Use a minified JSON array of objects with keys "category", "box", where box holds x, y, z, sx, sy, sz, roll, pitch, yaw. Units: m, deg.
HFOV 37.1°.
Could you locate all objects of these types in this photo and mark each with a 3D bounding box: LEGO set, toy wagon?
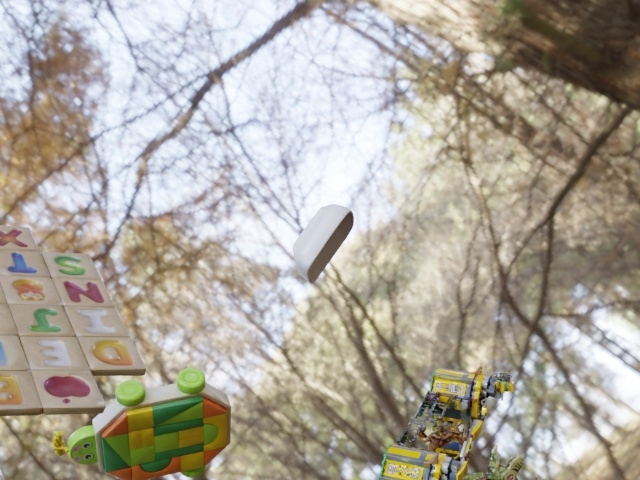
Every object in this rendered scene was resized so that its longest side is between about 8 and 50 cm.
[{"category":"LEGO set","box":[0.200,0.304,1.141,0.331,0.192,0.254,-24,-62,-68]},{"category":"toy wagon","box":[-0.348,0.387,1.881,0.344,0.068,0.267,-9,-52,-18]}]

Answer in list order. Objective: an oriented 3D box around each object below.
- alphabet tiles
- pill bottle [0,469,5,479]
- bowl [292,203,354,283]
[{"category":"alphabet tiles","box":[-0.339,0.064,0.944,0.285,0.342,0.011,5,-63,-32]},{"category":"pill bottle","box":[-0.753,0.642,2.136,0.161,0.283,0.161,-17,-50,-21]},{"category":"bowl","box":[0.000,0.000,1.687,0.142,0.053,0.142,-54,-12,-9]}]
